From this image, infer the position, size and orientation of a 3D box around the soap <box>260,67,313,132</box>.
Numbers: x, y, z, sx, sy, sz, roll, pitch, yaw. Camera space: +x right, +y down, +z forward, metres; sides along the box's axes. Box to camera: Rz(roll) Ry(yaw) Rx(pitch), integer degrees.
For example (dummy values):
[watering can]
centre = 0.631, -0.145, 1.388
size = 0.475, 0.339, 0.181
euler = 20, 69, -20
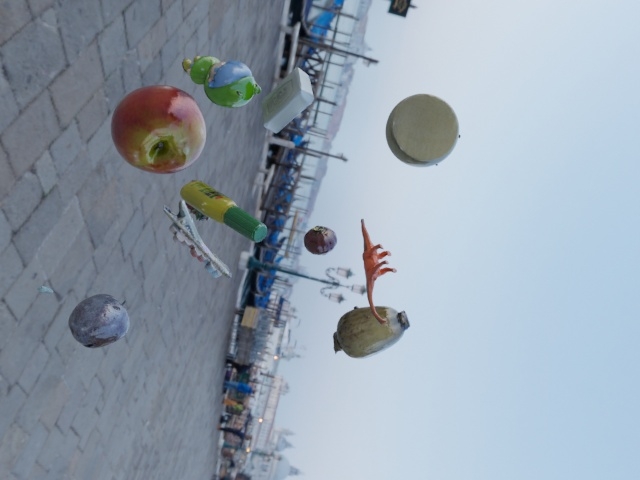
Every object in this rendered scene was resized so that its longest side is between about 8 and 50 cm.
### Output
[soap]
centre = -0.108, -0.443, 1.466
size = 0.183, 0.064, 0.121
euler = -33, -127, 32

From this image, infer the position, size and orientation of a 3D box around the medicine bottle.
[medicine bottle]
centre = -0.229, -0.069, 1.100
size = 0.095, 0.260, 0.064
euler = 0, 117, -55

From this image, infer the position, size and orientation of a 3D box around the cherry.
[cherry]
centre = -0.773, 0.278, 1.603
size = 0.195, 0.195, 0.195
euler = -165, -90, -88

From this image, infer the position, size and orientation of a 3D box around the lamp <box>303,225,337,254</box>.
[lamp]
centre = 0.000, 0.000, 1.354
size = 0.101, 0.101, 0.090
euler = -79, 164, -56

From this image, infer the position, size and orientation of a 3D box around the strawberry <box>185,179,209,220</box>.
[strawberry]
centre = -0.473, -0.147, 1.816
size = 0.140, 0.192, 0.085
euler = -42, 165, -45

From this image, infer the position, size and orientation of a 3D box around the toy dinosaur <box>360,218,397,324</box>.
[toy dinosaur]
centre = 0.148, 0.079, 1.210
size = 0.101, 0.055, 0.279
euler = -22, -105, 42

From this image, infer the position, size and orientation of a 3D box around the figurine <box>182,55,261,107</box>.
[figurine]
centre = -0.317, -0.513, 1.462
size = 0.162, 0.263, 0.143
euler = -36, 149, -45

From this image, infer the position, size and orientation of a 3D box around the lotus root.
[lotus root]
centre = 0.142, 0.273, 1.401
size = 0.140, 0.257, 0.154
euler = 48, 23, -58

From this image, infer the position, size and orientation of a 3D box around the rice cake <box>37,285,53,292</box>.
[rice cake]
centre = -1.077, 0.195, 1.804
size = 0.021, 0.022, 0.121
euler = 61, -18, 4

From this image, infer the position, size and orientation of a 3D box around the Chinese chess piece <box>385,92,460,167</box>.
[Chinese chess piece]
centre = 0.371, -0.399, 1.684
size = 0.102, 0.273, 0.273
euler = 149, -44, -86

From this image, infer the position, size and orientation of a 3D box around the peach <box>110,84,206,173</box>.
[peach]
centre = -0.658, -0.462, 1.886
size = 0.388, 0.388, 0.388
euler = -165, -90, -88

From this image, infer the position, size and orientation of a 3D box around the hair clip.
[hair clip]
centre = -0.257, 0.010, 0.953
size = 0.062, 0.056, 0.214
euler = -110, 175, -55
